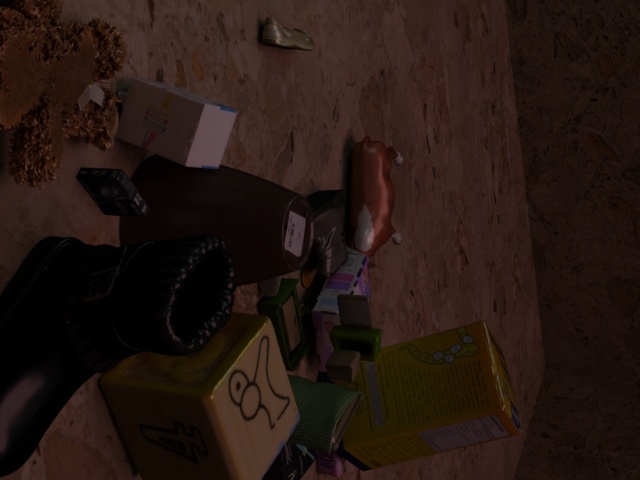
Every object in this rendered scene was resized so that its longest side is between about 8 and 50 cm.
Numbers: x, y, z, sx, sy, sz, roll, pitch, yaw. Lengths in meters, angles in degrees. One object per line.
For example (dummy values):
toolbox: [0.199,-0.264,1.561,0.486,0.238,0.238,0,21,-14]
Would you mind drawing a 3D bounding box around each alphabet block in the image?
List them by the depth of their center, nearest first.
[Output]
alphabet block: [-0.167,0.232,1.442,0.192,0.193,0.197,-53,137,-49]

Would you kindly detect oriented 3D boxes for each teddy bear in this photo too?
teddy bear: [-0.332,-0.193,1.169,0.338,0.113,0.245,-51,145,-63]

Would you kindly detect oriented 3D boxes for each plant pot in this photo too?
plant pot: [-0.134,-0.017,1.450,0.215,0.230,0.215,4,90,-65]

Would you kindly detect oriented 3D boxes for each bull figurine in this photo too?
bull figurine: [0.113,-0.068,2.149,0.188,0.101,0.310,0,96,-69]

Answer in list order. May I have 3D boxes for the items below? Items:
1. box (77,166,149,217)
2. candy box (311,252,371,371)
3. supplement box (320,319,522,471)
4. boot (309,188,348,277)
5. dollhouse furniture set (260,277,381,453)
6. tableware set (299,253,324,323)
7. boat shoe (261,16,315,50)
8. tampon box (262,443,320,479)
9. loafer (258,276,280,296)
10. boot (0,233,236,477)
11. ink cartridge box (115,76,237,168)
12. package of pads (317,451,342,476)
box: [-0.276,-0.064,1.328,0.083,0.067,0.018,64,38,-49]
candy box: [0.047,0.146,2.020,0.196,0.070,0.164,-66,156,-51]
supplement box: [0.207,0.326,2.050,0.194,0.357,0.195,50,27,-57]
boot: [0.000,0.000,1.912,0.246,0.083,0.161,-32,117,-63]
dollhouse furniture set: [-0.026,0.210,1.741,0.301,0.198,0.151,-55,143,-55]
tableware set: [-0.017,0.100,1.975,0.154,0.024,0.104,-59,144,-44]
boat shoe: [-0.055,-0.369,1.788,0.153,0.056,0.048,-8,105,-58]
tampon box: [-0.075,0.357,1.788,0.161,0.101,0.120,-42,130,-56]
loafer: [-0.090,0.037,1.784,0.039,0.045,0.125,-45,131,-65]
boot: [-0.262,0.131,1.151,0.131,0.260,0.348,61,40,-50]
ink cartridge box: [-0.209,-0.166,1.390,0.092,0.143,0.090,-3,113,-66]
package of pads: [0.020,0.449,2.072,0.032,0.050,0.083,-29,121,-62]
